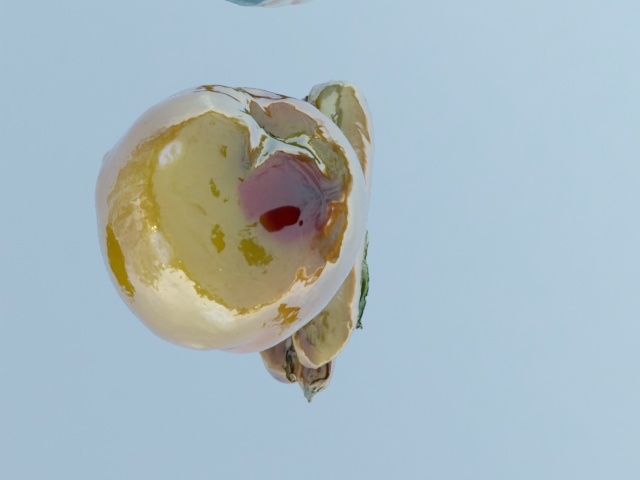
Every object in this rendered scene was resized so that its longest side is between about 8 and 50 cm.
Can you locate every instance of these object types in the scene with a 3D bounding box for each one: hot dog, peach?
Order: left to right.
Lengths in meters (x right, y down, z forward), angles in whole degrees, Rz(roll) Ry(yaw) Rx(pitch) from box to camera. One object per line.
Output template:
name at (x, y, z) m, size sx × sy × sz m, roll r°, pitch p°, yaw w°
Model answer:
peach at (-0.046, -0.008, 0.918) m, size 0.138 × 0.138 × 0.138 m, roll 5°, pitch -103°, yaw -22°
hot dog at (0.000, 0.000, 1.255) m, size 0.062 × 0.092 × 0.235 m, roll 18°, pitch -115°, yaw -24°

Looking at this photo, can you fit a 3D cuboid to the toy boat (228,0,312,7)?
toy boat at (-0.035, -0.223, 1.274) m, size 0.134 × 0.079 × 0.208 m, roll 53°, pitch -142°, yaw 1°
